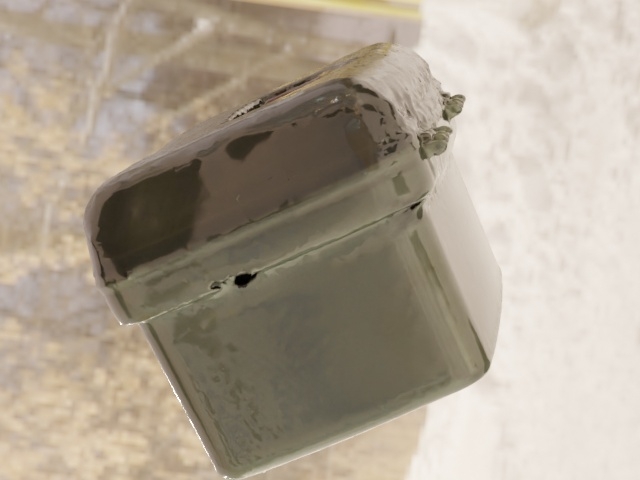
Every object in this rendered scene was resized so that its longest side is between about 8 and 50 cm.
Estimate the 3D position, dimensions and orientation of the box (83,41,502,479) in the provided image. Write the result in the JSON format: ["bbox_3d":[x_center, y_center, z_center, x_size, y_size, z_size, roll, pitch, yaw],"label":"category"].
[{"bbox_3d":[0.000,0.000,0.670,0.129,0.148,0.210,65,-168,-7],"label":"box"}]
